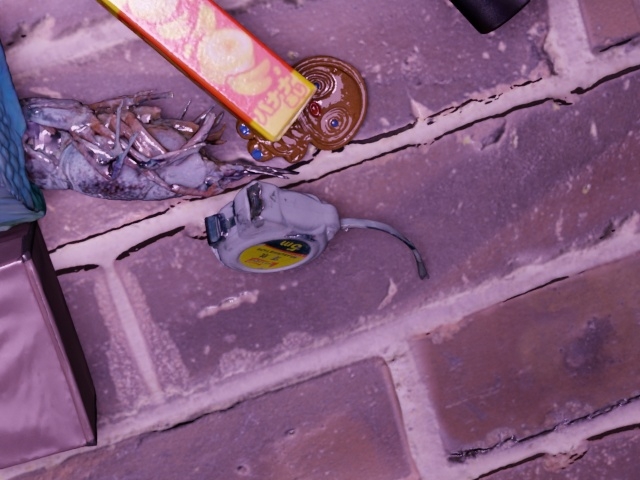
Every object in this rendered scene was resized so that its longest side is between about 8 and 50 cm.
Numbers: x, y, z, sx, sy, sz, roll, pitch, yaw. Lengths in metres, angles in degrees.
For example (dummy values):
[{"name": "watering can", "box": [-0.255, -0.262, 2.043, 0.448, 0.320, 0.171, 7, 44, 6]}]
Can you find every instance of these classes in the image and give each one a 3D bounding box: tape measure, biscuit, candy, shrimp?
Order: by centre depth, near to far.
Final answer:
[{"name": "candy", "box": [-0.140, -0.235, 1.427, 0.276, 0.146, 0.088, 39, 91, -10]}, {"name": "shrimp", "box": [-0.212, -0.112, 1.443, 0.372, 0.172, 0.137, -3, 99, -3]}, {"name": "biscuit", "box": [-0.020, -0.163, 1.541, 0.175, 0.026, 0.124, -30, 107, -3]}, {"name": "tape measure", "box": [0.001, -0.001, 1.564, 0.330, 0.164, 0.084, 14, 63, -43]}]

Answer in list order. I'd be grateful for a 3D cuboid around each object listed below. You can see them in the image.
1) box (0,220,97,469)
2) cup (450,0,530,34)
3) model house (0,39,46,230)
[{"name": "box", "box": [-0.382, 0.125, 1.463, 0.153, 0.188, 0.252, -16, 109, -7]}, {"name": "cup", "box": [0.215, -0.395, 1.445, 0.177, 0.166, 0.239, 41, 117, -12]}, {"name": "model house", "box": [-0.468, -0.128, 1.349, 0.261, 0.226, 0.241, -10, 81, 3]}]
